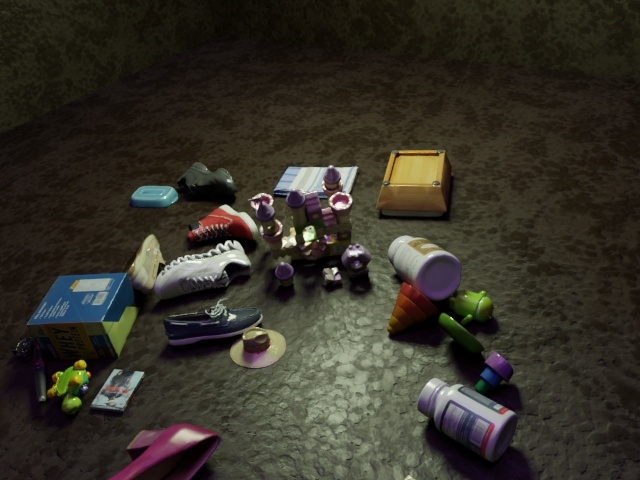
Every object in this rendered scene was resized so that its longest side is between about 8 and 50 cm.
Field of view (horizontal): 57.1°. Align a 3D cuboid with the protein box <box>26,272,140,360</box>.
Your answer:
[{"bbox_3d":[-0.628,0.202,1.583,0.201,0.135,0.199,-3,36,7],"label":"protein box"}]

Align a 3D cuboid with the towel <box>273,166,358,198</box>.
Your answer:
[{"bbox_3d":[-0.013,-0.219,2.147,0.285,0.034,0.209,3,36,16],"label":"towel"}]

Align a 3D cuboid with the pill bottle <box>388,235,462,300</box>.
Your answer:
[{"bbox_3d":[0.270,0.064,1.576,0.131,0.131,0.229,-16,19,-11],"label":"pill bottle"}]

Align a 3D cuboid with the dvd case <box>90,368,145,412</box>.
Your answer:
[{"bbox_3d":[-0.492,0.365,1.433,0.087,0.013,0.119,2,37,15],"label":"dvd case"}]

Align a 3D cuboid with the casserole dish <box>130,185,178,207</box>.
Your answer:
[{"bbox_3d":[-0.624,-0.167,2.194,0.189,0.036,0.114,2,36,16],"label":"casserole dish"}]

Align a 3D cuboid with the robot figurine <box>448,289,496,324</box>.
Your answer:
[{"bbox_3d":[0.385,0.166,1.492,0.115,0.067,0.101,16,48,30],"label":"robot figurine"}]

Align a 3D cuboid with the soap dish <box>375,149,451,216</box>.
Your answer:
[{"bbox_3d":[0.319,-0.201,1.981,0.229,0.118,0.290,3,37,15],"label":"soap dish"}]

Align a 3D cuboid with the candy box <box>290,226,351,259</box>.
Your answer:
[{"bbox_3d":[0.000,0.000,1.818,0.187,0.053,0.109,-8,36,3],"label":"candy box"}]

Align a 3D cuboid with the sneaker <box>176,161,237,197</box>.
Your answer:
[{"bbox_3d":[-0.418,-0.202,2.161,0.286,0.109,0.130,15,47,43],"label":"sneaker"}]

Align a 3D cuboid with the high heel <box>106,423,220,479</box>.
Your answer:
[{"bbox_3d":[-0.336,0.494,1.110,0.182,0.127,0.377,-8,30,18],"label":"high heel"}]

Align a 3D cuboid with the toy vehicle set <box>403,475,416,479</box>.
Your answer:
[{"bbox_3d":[0.211,0.547,1.014,0.267,0.035,0.166,25,46,38],"label":"toy vehicle set"}]

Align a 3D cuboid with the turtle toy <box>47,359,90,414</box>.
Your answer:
[{"bbox_3d":[-0.600,0.357,1.418,0.095,0.066,0.130,-28,36,12],"label":"turtle toy"}]

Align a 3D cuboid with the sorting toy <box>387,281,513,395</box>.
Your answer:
[{"bbox_3d":[0.284,0.244,1.402,0.126,0.127,0.365,-47,46,-3],"label":"sorting toy"}]

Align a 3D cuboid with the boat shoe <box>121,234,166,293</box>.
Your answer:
[{"bbox_3d":[-0.527,0.074,1.785,0.109,0.098,0.302,-50,17,11],"label":"boat shoe"}]

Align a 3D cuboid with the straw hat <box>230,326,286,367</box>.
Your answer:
[{"bbox_3d":[-0.163,0.253,1.485,0.145,0.061,0.144,-6,34,4],"label":"straw hat"}]

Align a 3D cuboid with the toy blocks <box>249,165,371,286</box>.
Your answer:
[{"bbox_3d":[-0.036,-0.056,1.654,0.289,0.260,0.308,-15,54,-4],"label":"toy blocks"}]

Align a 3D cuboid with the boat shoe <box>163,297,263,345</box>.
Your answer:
[{"bbox_3d":[-0.282,0.208,1.546,0.255,0.079,0.095,-11,15,-3],"label":"boat shoe"}]

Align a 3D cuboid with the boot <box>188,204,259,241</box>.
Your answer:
[{"bbox_3d":[-0.321,-0.027,1.896,0.176,0.088,0.244,-31,33,-28],"label":"boot"}]

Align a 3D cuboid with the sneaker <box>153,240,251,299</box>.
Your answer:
[{"bbox_3d":[-0.339,0.099,1.709,0.292,0.110,0.118,-25,47,-22],"label":"sneaker"}]

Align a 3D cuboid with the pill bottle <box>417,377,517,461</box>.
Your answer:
[{"bbox_3d":[0.296,0.358,1.203,0.180,0.107,0.108,24,46,37],"label":"pill bottle"}]

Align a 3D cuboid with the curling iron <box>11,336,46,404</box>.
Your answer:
[{"bbox_3d":[-0.733,0.335,1.506,0.068,0.035,0.274,-29,39,-20],"label":"curling iron"}]
